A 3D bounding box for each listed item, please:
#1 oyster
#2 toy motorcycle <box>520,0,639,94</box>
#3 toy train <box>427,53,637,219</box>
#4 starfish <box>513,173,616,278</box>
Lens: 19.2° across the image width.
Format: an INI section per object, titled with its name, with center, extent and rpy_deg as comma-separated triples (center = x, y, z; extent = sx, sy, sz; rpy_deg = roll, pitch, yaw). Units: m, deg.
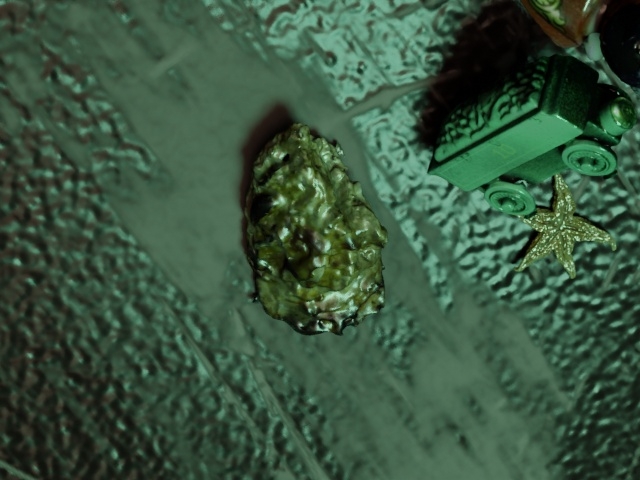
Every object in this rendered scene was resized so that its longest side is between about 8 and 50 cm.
[oyster]
center = -0.003, -0.007, 1.412
extent = 0.105, 0.056, 0.177
rpy_deg = -3, 114, -1
[toy motorcycle]
center = 0.297, -0.164, 1.326
extent = 0.401, 0.207, 0.134
rpy_deg = 10, 123, -14
[toy train]
center = 0.150, -0.076, 1.362
extent = 0.099, 0.172, 0.070
rpy_deg = 29, 61, -21
[starfish]
center = 0.187, -0.011, 1.461
extent = 0.092, 0.016, 0.086
rpy_deg = 12, 108, -8
